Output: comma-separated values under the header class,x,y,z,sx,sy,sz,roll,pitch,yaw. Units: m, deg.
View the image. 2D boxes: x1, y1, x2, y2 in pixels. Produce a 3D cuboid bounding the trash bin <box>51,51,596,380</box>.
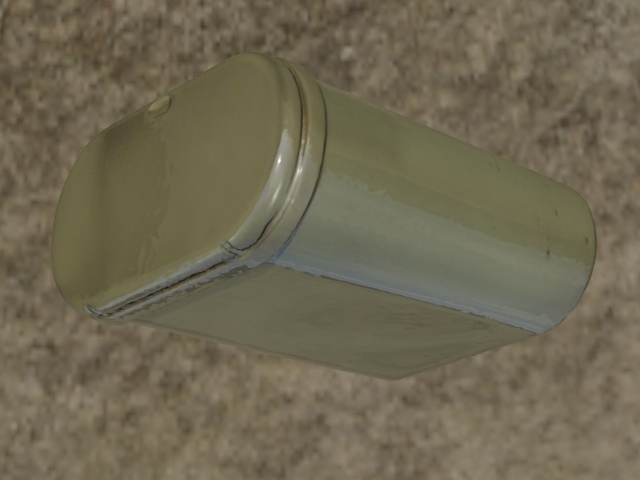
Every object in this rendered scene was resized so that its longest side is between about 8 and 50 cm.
class,x,y,z,sx,sy,sz,roll,pitch,yaw
trash bin,0.000,0.000,1.110,0.247,0.121,0.243,19,153,-35
